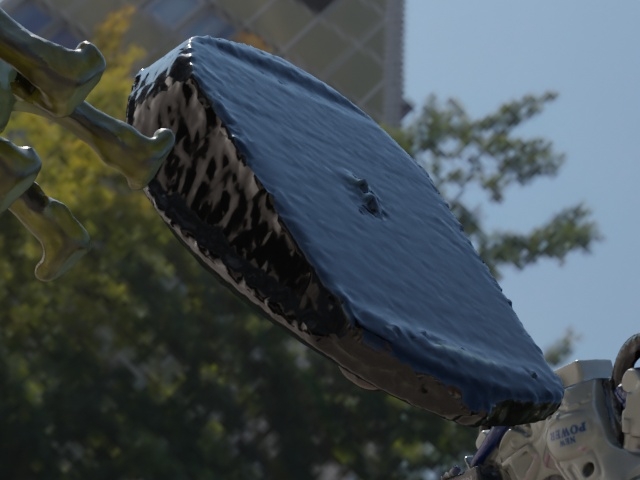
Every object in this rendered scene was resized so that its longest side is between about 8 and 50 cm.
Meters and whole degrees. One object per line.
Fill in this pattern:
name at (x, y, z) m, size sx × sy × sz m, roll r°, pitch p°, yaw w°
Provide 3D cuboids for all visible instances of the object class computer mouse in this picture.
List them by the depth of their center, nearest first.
computer mouse at (-0.003, 0.004, 0.772) m, size 0.168 × 0.087 × 0.295 m, roll 21°, pitch 25°, yaw -39°

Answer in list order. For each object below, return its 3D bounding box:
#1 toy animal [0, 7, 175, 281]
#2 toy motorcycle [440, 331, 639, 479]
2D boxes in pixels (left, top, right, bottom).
toy animal at (-0.131, -0.057, 0.509) m, size 0.136 × 0.073 × 0.181 m, roll 35°, pitch -5°, yaw 8°
toy motorcycle at (0.168, 0.154, 1.005) m, size 0.221 × 0.102 × 0.150 m, roll -35°, pitch -120°, yaw 54°
